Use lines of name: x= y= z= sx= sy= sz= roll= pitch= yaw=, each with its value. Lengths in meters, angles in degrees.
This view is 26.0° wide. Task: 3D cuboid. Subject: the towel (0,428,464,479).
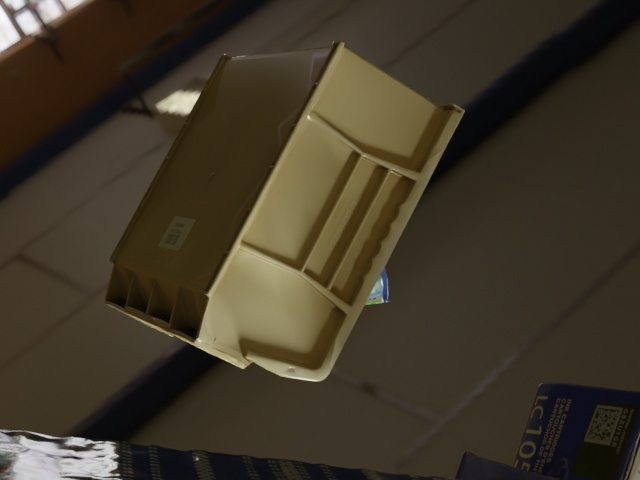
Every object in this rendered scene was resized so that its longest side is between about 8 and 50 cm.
towel: x=-0.012 y=0.114 z=0.472 sx=0.336 sy=0.040 sz=0.243 roll=8 pitch=-179 yaw=-10

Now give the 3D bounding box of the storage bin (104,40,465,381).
storage bin: x=-0.046 y=-0.026 z=1.164 sx=0.260 sy=0.123 sz=0.262 roll=-63 pitch=-155 yaw=-7

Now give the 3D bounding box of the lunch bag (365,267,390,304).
lunch bag: x=0.000 y=0.000 z=1.483 sx=0.129 sy=0.096 sz=0.151 roll=-10 pitch=-128 yaw=-1

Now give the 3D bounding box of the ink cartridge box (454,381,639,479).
ink cartridge box: x=0.274 y=0.284 z=1.098 sx=0.151 sy=0.395 sz=0.270 roll=-2 pitch=-116 yaw=62
